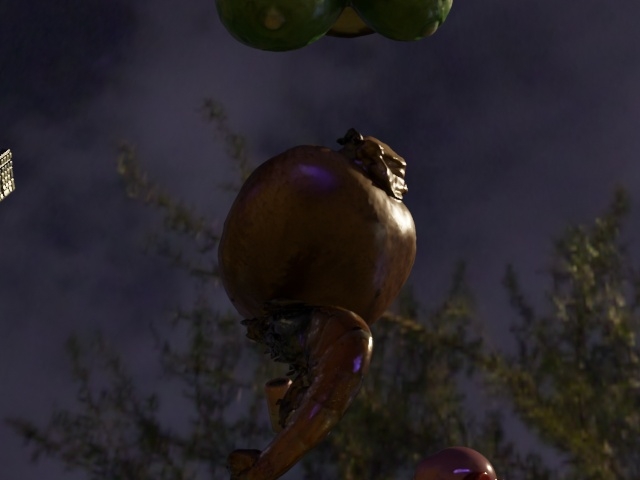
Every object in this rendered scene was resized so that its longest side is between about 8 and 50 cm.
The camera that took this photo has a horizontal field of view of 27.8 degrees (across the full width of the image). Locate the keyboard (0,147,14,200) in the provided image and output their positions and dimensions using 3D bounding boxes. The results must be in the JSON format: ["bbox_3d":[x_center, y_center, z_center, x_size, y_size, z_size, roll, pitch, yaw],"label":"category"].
[{"bbox_3d":[-0.393,-0.052,1.479,0.014,0.176,0.055,4,-67,11],"label":"keyboard"}]

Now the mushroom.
[{"bbox_3d":[0.008,-0.003,1.610,0.263,0.195,0.283,25,-91,-28],"label":"mushroom"}]

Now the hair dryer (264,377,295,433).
[{"bbox_3d":[-0.036,0.196,1.655,0.037,0.114,0.063,-5,-76,19],"label":"hair dryer"}]

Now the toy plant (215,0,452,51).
[{"bbox_3d":[0.014,-0.261,1.224,0.218,0.235,0.175,2,-51,0],"label":"toy plant"}]

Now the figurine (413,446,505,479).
[{"bbox_3d":[0.119,0.209,1.095,0.071,0.067,0.083,-2,-33,38],"label":"figurine"}]

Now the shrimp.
[{"bbox_3d":[-0.045,0.161,1.415,0.054,0.290,0.222,33,-94,-25],"label":"shrimp"}]
